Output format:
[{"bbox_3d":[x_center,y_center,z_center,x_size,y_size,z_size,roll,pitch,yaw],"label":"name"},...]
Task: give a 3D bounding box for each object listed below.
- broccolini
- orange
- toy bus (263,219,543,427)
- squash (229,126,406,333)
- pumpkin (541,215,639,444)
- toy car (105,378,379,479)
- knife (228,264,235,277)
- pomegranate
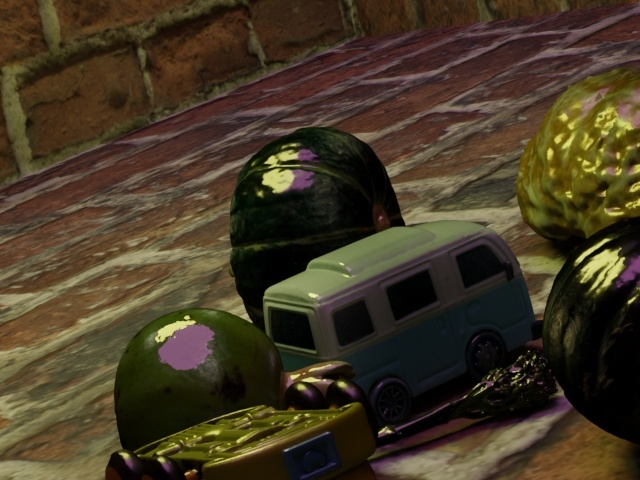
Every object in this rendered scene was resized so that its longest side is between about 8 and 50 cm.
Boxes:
[{"bbox_3d":[0.112,0.166,1.651,0.239,0.051,0.054,-22,-29,-10],"label":"broccolini"},{"bbox_3d":[0.379,-0.096,2.087,0.271,0.210,0.368,-23,19,-29],"label":"orange"},{"bbox_3d":[0.081,0.074,1.772,0.271,0.165,0.133,-22,16,-31],"label":"toy bus"},{"bbox_3d":[0.000,0.000,1.970,0.165,0.252,0.252,-13,13,25],"label":"squash"},{"bbox_3d":[0.313,0.071,1.479,0.250,0.216,0.250,18,20,-7],"label":"pumpkin"},{"bbox_3d":[-0.052,0.208,1.422,0.200,0.142,0.248,-20,5,-24],"label":"toy car"},{"bbox_3d":[0.047,0.017,2.325,0.343,0.027,0.061,-10,12,3],"label":"knife"},{"bbox_3d":[-0.078,0.149,1.625,0.225,0.187,0.187,-1,15,4],"label":"pomegranate"}]
